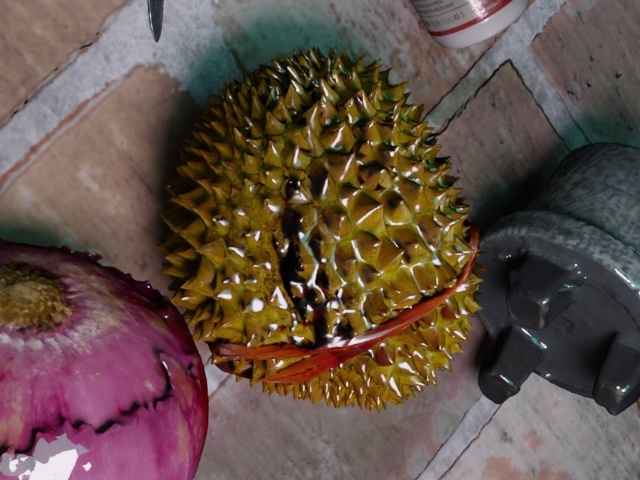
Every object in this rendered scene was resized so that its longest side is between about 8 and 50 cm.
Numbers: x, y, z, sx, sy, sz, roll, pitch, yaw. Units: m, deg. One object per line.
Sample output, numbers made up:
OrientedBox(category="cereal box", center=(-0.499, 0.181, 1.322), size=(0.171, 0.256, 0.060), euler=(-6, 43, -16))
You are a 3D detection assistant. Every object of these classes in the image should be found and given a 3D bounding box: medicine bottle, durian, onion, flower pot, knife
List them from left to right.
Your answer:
OrientedBox(category="onion", center=(-0.272, 0.169, 1.114), size=(0.358, 0.358, 0.345), euler=(-18, 110, -27))
OrientedBox(category="knife", center=(-0.175, -0.297, 1.309), size=(0.023, 0.010, 0.170), euler=(-4, 99, -30))
OrientedBox(category="durian", center=(0.004, -0.002, 1.285), size=(0.347, 0.347, 0.384), euler=(-29, 78, -24))
OrientedBox(category="medicine bottle", center=(0.135, -0.353, 1.412), size=(0.131, 0.131, 0.250), euler=(-42, 114, -19))
OrientedBox(category="flower pot", center=(0.306, 0.053, 1.494), size=(0.283, 0.299, 0.299), euler=(-50, 117, -30))

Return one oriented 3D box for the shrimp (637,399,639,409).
OrientedBox(category="shrimp", center=(0.503, 0.126, 1.726), size=(0.117, 0.066, 0.262), euler=(3, 109, -45))
